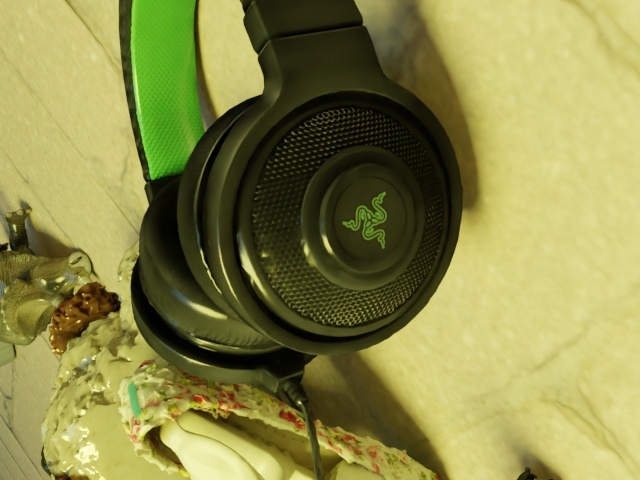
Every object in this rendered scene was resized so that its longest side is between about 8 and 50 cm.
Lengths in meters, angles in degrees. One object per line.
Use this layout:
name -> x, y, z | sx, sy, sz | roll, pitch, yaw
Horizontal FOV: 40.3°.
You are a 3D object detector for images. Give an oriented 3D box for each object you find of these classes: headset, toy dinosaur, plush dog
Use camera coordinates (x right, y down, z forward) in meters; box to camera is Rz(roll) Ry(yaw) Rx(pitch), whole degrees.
headset -> 0.000, 0.000, 0.485 | 0.243, 0.185, 0.394 | -35, 71, 63
toy dinosaur -> -0.369, 0.063, 1.030 | 0.313, 0.121, 0.160 | -35, 73, 54
plush dog -> -0.143, 0.147, 0.676 | 0.262, 0.211, 0.225 | 63, 164, -6

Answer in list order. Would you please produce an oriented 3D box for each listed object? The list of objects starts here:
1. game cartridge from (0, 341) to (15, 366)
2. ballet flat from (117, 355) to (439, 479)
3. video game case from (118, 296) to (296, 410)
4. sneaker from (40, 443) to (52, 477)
game cartridge -> -0.567, 0.132, 1.288 | 0.062, 0.198, 0.297 | 42, 146, 24
ballet flat -> -0.020, 0.152, 0.551 | 0.241, 0.091, 0.077 | 26, -166, -12
video game case -> -0.108, 0.179, 0.844 | 0.300, 0.036, 0.329 | 58, 148, 2
sneaker -> -0.289, 0.239, 1.059 | 0.101, 0.106, 0.267 | 55, 160, 3
